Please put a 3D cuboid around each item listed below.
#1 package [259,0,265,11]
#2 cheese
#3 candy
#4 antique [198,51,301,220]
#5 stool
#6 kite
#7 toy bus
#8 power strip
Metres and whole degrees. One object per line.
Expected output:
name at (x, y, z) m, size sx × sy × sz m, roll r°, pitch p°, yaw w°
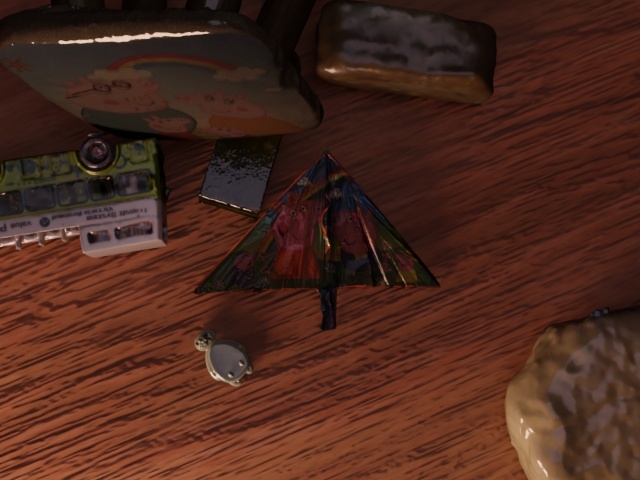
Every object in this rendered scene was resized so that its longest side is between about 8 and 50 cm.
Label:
package at (-0.068, -0.349, 1.432) m, size 0.037 × 0.015 × 0.110 m, roll -7°, pitch 83°, yaw -5°
cheese at (0.396, 0.213, 1.369) m, size 0.318 × 0.115 × 0.326 m, roll 28°, pitch 81°, yaw -2°
candy at (0.109, -0.241, 1.395) m, size 0.234 × 0.102 × 0.104 m, roll 6°, pitch 84°, yaw -2°
antique at (-0.084, -0.143, 1.376) m, size 0.080 × 0.081 × 0.221 m, roll 18°, pitch 83°, yaw -4°
stool at (-0.160, -0.256, 1.211) m, size 0.310 × 0.310 × 0.226 m, roll 1°, pitch 77°, yaw 16°
kite at (0.000, 0.000, 1.372) m, size 0.321 × 0.016 × 0.234 m, roll -1°, pitch 99°, yaw -13°
toy bus at (-0.335, -0.043, 1.333) m, size 0.302 × 0.113 × 0.139 m, roll -9°, pitch 85°, yaw -3°
power strip at (-0.122, 0.145, 1.367) m, size 0.083 × 0.035 × 0.055 m, roll 44°, pitch 82°, yaw -2°
